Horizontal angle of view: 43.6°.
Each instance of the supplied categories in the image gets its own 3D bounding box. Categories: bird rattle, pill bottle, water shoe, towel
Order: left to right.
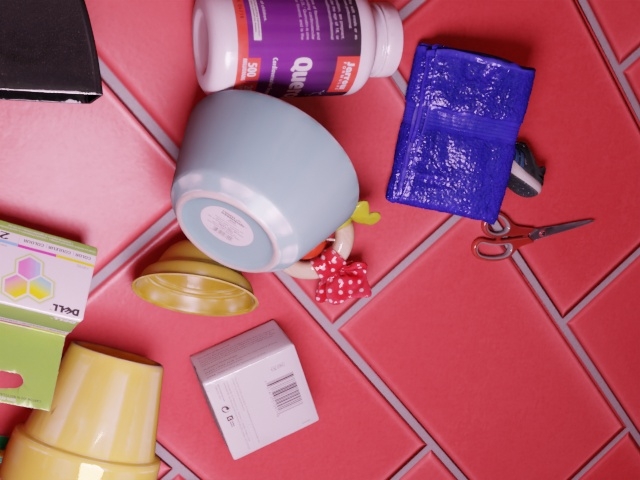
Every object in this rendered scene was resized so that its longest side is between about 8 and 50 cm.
[{"bbox_3d":[-0.036,-0.324,1.303,0.323,0.181,0.181,-6,109,-20],"label":"pill bottle"},{"bbox_3d":[0.000,0.000,1.487,0.207,0.143,0.253,6,118,-12],"label":"bird rattle"},{"bbox_3d":[0.258,-0.195,1.485,0.228,0.076,0.308,11,103,0],"label":"towel"},{"bbox_3d":[0.370,-0.169,1.596,0.203,0.073,0.080,41,61,-25],"label":"water shoe"}]

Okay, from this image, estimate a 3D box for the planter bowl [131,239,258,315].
[{"bbox_3d":[-0.210,0.056,1.384,0.217,0.217,0.090,18,65,-26],"label":"planter bowl"}]

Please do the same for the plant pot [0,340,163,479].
[{"bbox_3d":[-0.380,0.305,1.353,0.254,0.254,0.238,19,83,-26],"label":"plant pot"}]

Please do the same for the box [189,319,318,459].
[{"bbox_3d":[-0.124,0.277,1.502,0.182,0.119,0.180,-23,114,-13],"label":"box"}]

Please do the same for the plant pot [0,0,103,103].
[{"bbox_3d":[-0.423,-0.292,1.169,0.188,0.188,0.166,0,94,-22],"label":"plant pot"}]

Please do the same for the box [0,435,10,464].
[{"bbox_3d":[-0.618,0.414,1.391,0.105,0.043,0.179,20,97,-27],"label":"box"}]

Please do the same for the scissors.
[{"bbox_3d":[0.452,-0.005,1.701,0.297,0.021,0.108,3,104,-24],"label":"scissors"}]

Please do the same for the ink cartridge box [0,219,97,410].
[{"bbox_3d":[-0.471,0.116,1.245,0.189,0.097,0.255,18,60,-26],"label":"ink cartridge box"}]

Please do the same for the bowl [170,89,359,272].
[{"bbox_3d":[-0.111,-0.065,1.265,0.311,0.312,0.163,48,51,-27],"label":"bowl"}]
